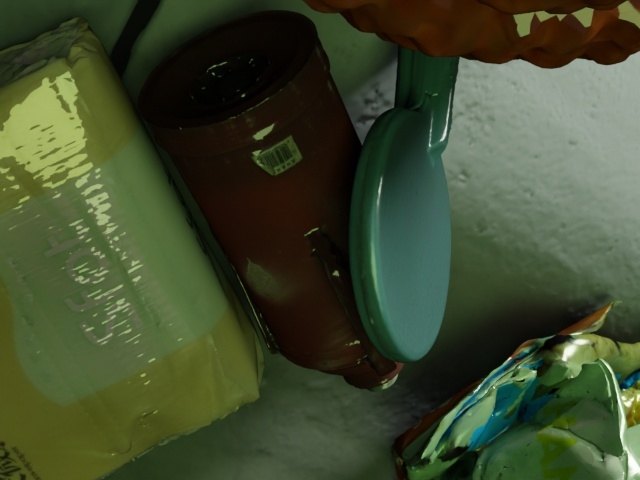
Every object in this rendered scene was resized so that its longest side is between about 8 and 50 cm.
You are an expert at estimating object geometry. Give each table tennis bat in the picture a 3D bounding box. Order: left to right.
[{"bbox_3d":[0.049,-0.036,0.559,0.033,0.201,0.124,-2,156,22],"label":"table tennis bat"}]

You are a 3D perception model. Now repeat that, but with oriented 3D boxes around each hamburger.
[{"bbox_3d":[0.193,0.173,0.696,0.276,0.150,0.261,-13,118,-12],"label":"hamburger"}]

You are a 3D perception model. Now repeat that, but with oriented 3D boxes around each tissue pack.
[{"bbox_3d":[-0.149,0.023,0.557,0.186,0.090,0.222,-25,117,-3],"label":"tissue pack"}]

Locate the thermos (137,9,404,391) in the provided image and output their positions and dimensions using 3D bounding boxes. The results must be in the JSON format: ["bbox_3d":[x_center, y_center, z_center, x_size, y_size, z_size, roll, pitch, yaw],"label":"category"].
[{"bbox_3d":[-0.003,0.002,0.578,0.099,0.124,0.232,-29,126,-5],"label":"thermos"}]

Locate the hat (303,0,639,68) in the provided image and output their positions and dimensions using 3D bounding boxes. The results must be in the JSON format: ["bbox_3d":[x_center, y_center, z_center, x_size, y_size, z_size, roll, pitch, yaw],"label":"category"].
[{"bbox_3d":[0.099,-0.148,0.383,0.285,0.400,0.285,-3,122,-5],"label":"hat"}]
